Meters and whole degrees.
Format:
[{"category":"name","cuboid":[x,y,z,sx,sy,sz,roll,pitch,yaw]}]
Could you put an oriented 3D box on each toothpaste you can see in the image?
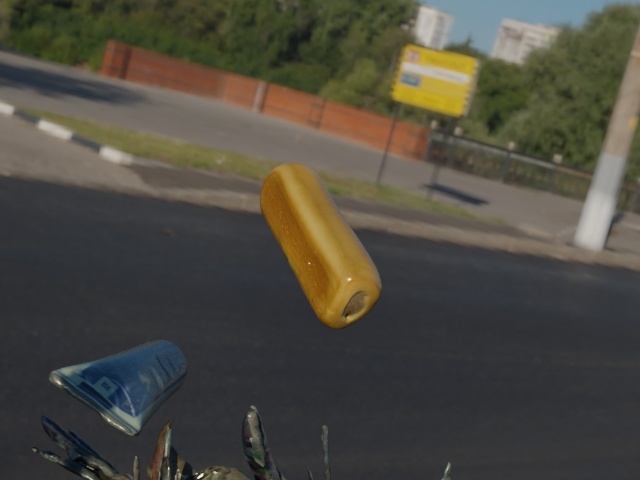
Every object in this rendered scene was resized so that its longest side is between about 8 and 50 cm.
[{"category":"toothpaste","cuboid":[-0.111,0.085,0.676,0.057,0.035,0.197,36,4,3]}]

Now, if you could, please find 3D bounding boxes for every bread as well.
[{"category":"bread","cuboid":[0.000,0.000,1.334,0.074,0.092,0.239,5,37,-31]}]

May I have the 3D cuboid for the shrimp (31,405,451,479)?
[{"category":"shrimp","cuboid":[-0.009,0.181,0.623,0.372,0.137,0.172,42,30,26]}]
